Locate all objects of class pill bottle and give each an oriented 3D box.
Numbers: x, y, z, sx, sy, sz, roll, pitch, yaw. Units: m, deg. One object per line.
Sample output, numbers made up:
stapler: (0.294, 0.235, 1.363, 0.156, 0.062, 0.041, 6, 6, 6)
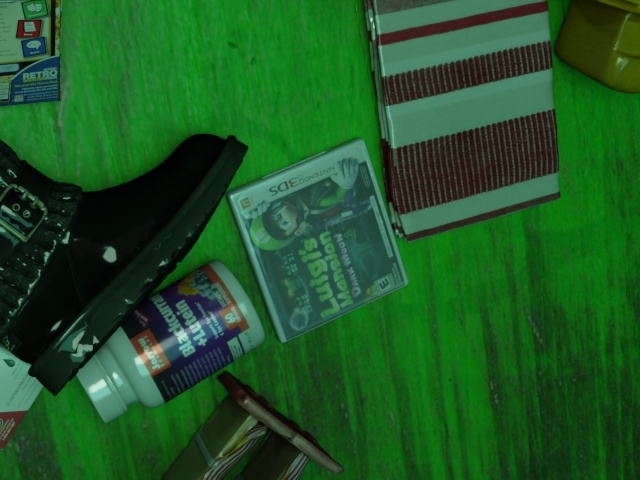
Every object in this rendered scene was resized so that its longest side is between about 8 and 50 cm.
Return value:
pill bottle: (-0.166, 0.112, 1.202, 0.193, 0.108, 0.108, -31, 111, -13)

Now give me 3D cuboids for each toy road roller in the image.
toy road roller: (0.417, -0.290, 1.310, 0.329, 0.202, 0.240, 9, 113, -23)

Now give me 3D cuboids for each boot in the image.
boot: (-0.257, -0.047, 1.121, 0.260, 0.131, 0.348, 40, 60, -2)

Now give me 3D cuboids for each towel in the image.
towel: (0.171, -0.181, 1.316, 0.237, 0.037, 0.329, -15, 109, -21)

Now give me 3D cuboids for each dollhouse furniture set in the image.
dollhouse furniture set: (-0.067, 0.298, 1.142, 0.152, 0.374, 0.201, 40, 87, -20)

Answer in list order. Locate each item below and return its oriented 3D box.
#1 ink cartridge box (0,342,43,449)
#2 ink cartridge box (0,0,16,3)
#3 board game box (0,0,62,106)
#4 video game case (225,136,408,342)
ink cartridge box: (-0.364, 0.139, 1.155, 0.135, 0.056, 0.099, 32, 89, -25)
ink cartridge box: (-0.429, -0.322, 0.926, 0.307, 0.072, 0.303, -8, 63, -18)
board game box: (-0.316, -0.203, 1.043, 0.147, 0.045, 0.193, -9, 145, -21)
video game case: (0.000, 0.000, 1.292, 0.173, 0.022, 0.190, -24, 110, -15)
